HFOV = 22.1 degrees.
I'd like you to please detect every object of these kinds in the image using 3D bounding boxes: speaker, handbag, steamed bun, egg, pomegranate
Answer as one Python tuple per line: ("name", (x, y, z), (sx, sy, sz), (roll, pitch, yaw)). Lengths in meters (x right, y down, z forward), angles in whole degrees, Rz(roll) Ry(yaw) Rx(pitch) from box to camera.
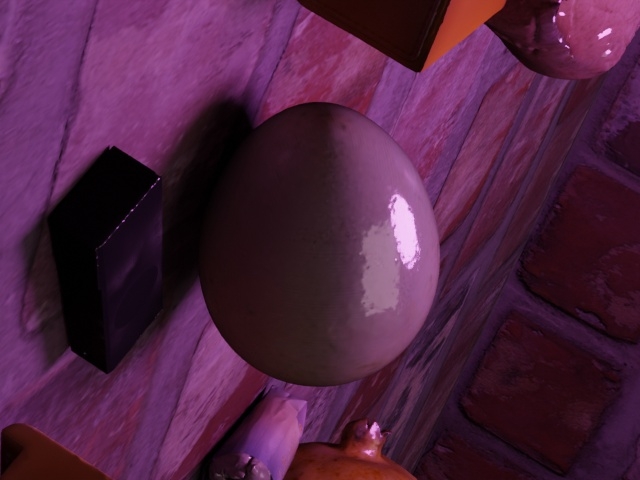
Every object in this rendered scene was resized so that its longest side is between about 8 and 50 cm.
("speaker", (-0.163, 0.022, 1.273), (0.082, 0.044, 0.218), (-52, 166, -27))
("handbag", (-0.084, 0.273, 2.062), (0.173, 0.095, 0.117), (-55, 164, -55))
("steamed bun", (0.244, -0.339, 1.707), (0.251, 0.199, 0.301), (24, 88, -60))
("egg", (0.000, 0.000, 1.459), (0.218, 0.218, 0.295), (-49, 156, -38))
("pomegranate", (0.021, 0.409, 2.294), (0.342, 0.342, 0.342), (-55, 166, -20))

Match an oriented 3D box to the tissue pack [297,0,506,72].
("tissue pack", (0.106, -0.307, 1.338), (0.194, 0.145, 0.274), (-44, 160, -54))

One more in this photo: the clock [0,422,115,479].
("clock", (-0.245, 0.322, 1.344), (0.244, 0.200, 0.317), (-48, 172, -27))
